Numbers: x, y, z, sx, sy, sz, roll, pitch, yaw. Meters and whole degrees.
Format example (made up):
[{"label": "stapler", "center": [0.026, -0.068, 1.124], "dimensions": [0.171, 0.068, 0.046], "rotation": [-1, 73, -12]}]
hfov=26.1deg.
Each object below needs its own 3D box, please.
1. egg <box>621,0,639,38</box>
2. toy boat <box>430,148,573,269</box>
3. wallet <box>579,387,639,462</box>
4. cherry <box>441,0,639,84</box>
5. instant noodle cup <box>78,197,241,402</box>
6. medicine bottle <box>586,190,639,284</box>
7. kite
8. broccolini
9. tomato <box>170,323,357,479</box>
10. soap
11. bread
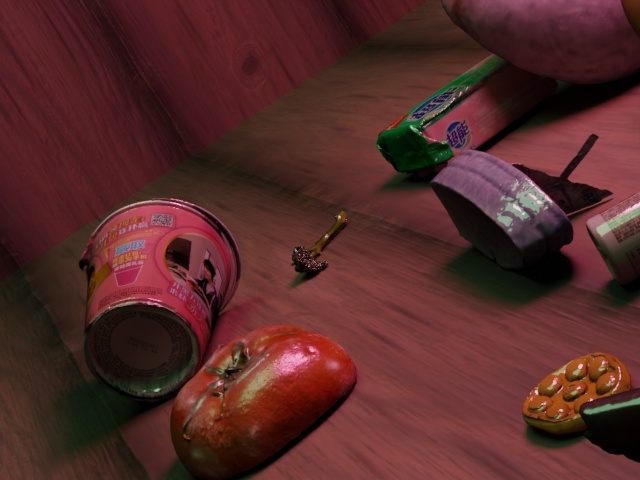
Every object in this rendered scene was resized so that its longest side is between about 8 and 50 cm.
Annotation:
[{"label": "egg", "center": [0.531, -0.342, 1.687], "dimensions": [0.301, 0.301, 0.374], "rotation": [-37, 9, -18]}, {"label": "toy boat", "center": [0.219, -0.036, 1.651], "dimensions": [0.078, 0.127, 0.283], "rotation": [-34, 18, -5]}, {"label": "wallet", "center": [0.324, 0.114, 1.024], "dimensions": [0.229, 0.049, 0.182], "rotation": [-22, -19, 26]}, {"label": "cherry", "center": [0.372, -0.378, 2.060], "dimensions": [0.335, 0.326, 0.291], "rotation": [-30, -11, -11]}, {"label": "instant noodle cup", "center": [-0.240, 0.094, 1.979], "dimensions": [0.244, 0.244, 0.255], "rotation": [-27, 23, 14]}, {"label": "medicine bottle", "center": [0.354, -0.019, 1.436], "dimensions": [0.140, 0.079, 0.079], "rotation": [-30, 16, 6]}, {"label": "kite", "center": [0.291, -0.076, 1.672], "dimensions": [0.005, 0.137, 0.152], "rotation": [-79, 5, -47]}, {"label": "broccolini", "center": [-0.005, 0.005, 2.108], "dimensions": [0.052, 0.054, 0.194], "rotation": [-45, 6, 29]}, {"label": "tomato", "center": [-0.078, 0.175, 1.624], "dimensions": [0.237, 0.095, 0.237], "rotation": [-29, 17, 9]}, {"label": "soap", "center": [0.232, -0.202, 2.193], "dimensions": [0.273, 0.098, 0.218], "rotation": [-35, 10, -21]}, {"label": "bread", "center": [0.235, 0.141, 1.271], "dimensions": [0.110, 0.024, 0.110], "rotation": [-30, 15, 9]}]
